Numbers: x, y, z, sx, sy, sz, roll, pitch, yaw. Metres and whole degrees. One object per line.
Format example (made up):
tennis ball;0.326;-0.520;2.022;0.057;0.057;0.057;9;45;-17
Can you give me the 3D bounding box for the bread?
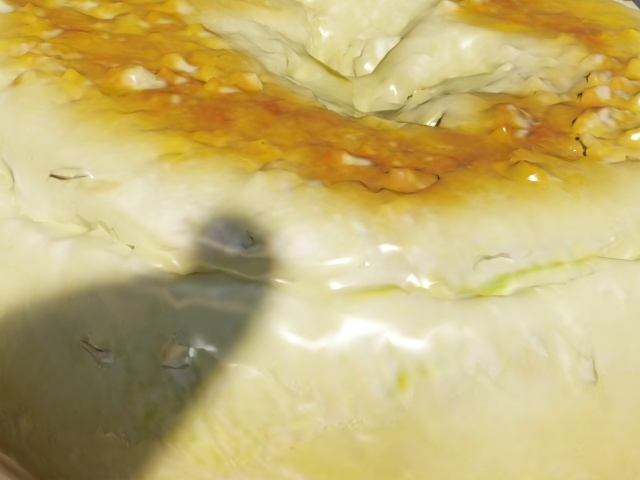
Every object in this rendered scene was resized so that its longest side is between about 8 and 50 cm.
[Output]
bread;0.000;0.000;0.522;0.305;0.305;0.159;-29;132;-41
